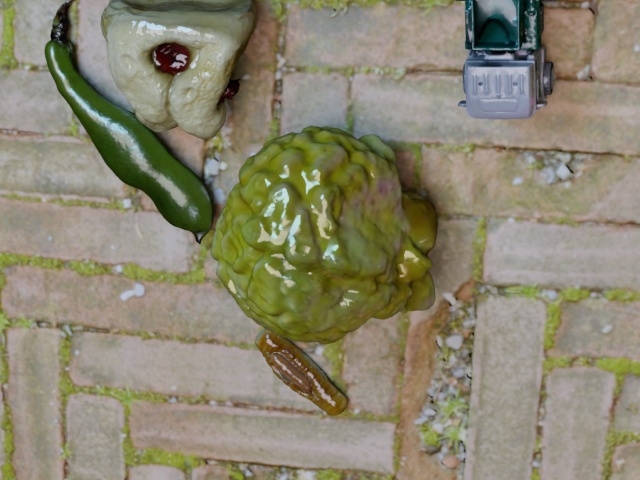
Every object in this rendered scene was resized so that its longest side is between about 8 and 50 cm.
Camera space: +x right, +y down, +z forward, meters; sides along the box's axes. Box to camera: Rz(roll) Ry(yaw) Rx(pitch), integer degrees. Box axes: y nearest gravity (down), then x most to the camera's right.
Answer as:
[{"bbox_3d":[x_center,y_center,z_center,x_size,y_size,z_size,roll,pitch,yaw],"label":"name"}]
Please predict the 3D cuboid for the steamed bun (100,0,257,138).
[{"bbox_3d":[-0.154,-0.189,1.862,0.172,0.141,0.155,4,115,10],"label":"steamed bun"}]

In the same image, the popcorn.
[{"bbox_3d":[0.000,0.000,1.857,0.212,0.259,0.259,-5,110,43],"label":"popcorn"}]

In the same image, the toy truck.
[{"bbox_3d":[0.187,-0.231,1.762,0.110,0.116,0.216,3,111,14],"label":"toy truck"}]

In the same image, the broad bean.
[{"bbox_3d":[-0.222,-0.130,1.946,0.098,0.056,0.318,-26,99,23],"label":"broad bean"}]

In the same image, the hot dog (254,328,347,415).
[{"bbox_3d":[-0.025,0.159,2.016,0.137,0.028,0.044,45,122,-5],"label":"hot dog"}]
